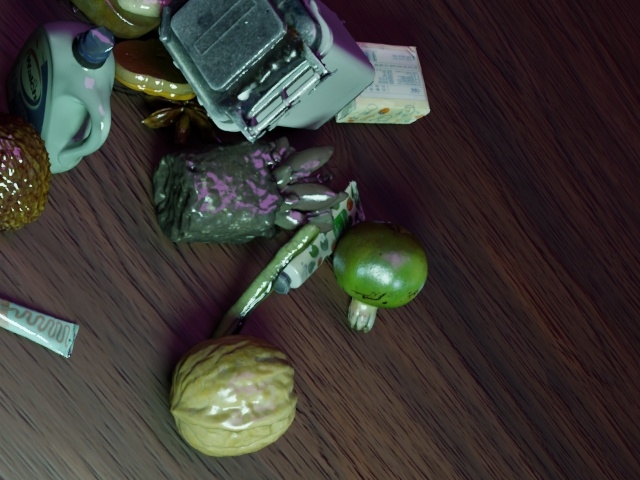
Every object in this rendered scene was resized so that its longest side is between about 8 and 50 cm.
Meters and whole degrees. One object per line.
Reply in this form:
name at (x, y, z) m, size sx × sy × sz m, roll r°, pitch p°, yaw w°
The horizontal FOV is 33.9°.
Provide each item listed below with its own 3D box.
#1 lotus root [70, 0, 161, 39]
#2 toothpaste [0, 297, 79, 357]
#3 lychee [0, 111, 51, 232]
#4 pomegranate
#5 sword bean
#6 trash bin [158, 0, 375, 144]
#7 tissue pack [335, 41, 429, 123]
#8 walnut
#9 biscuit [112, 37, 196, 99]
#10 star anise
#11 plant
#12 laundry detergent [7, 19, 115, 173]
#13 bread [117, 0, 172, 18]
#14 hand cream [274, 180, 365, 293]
lotus root at (-0.341, -0.537, 1.853) m, size 0.390 × 0.111 × 0.375 m, roll 5°, pitch 77°, yaw -36°
toothpaste at (-0.463, 0.116, 1.589) m, size 0.205 × 0.036 × 0.056 m, roll 28°, pitch 59°, yaw -30°
lychee at (-0.492, -0.105, 1.556) m, size 0.194 × 0.194 × 0.195 m, roll 12°, pitch 68°, yaw -32°
pomegranate at (0.103, 0.068, 1.935) m, size 0.179 × 0.180 × 0.210 m, roll 8°, pitch 104°, yaw -33°
sword bean at (-0.094, 0.076, 1.769) m, size 0.269 × 0.038 × 0.043 m, roll -51°, pitch 129°, yaw 1°
trash bin at (-0.061, -0.310, 1.803) m, size 0.296 × 0.256 × 0.367 m, roll 55°, pitch 18°, yaw 17°
tissue pack at (0.113, -0.313, 2.103) m, size 0.196 × 0.092 × 0.148 m, roll -3°, pitch 76°, yaw -35°
walnut at (-0.141, 0.248, 1.679) m, size 0.213 × 0.213 × 0.213 m, roll 12°, pitch 68°, yaw -32°
biscuit at (-0.282, -0.293, 1.817) m, size 0.170 × 0.050 × 0.170 m, roll 15°, pitch 33°, yaw -10°
star anise at (-0.234, -0.219, 1.826) m, size 0.167 × 0.057 × 0.168 m, roll 16°, pitch 33°, yaw -11°
plant at (-0.114, -0.088, 1.803) m, size 0.320 × 0.194 × 0.182 m, roll -8°, pitch 83°, yaw -34°
laundry detergent at (-0.380, -0.233, 1.607) m, size 0.105 × 0.280 × 0.215 m, roll -10°, pitch 81°, yaw -38°
bread at (-0.243, -0.415, 1.797) m, size 0.214 × 0.053 × 0.073 m, roll -8°, pitch 58°, yaw -37°
hand cream at (0.000, 0.000, 1.939) m, size 0.276 × 0.059 × 0.095 m, roll -47°, pitch 134°, yaw -37°
